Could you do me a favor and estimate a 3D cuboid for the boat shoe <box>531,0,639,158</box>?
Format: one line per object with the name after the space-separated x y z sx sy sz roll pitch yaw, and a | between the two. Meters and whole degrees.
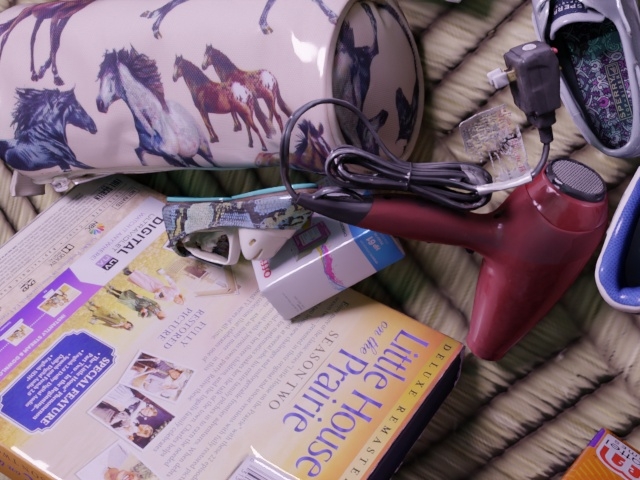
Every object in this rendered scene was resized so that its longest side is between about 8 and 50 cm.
0.204 -0.170 0.822 0.079 0.081 0.228 -21 90 30 | boat shoe

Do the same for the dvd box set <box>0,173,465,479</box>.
-0.129 0.113 0.938 0.420 0.308 0.062 25 141 21 | dvd box set

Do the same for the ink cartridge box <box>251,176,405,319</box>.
0.000 0.000 0.938 0.122 0.052 0.089 -30 45 11 | ink cartridge box

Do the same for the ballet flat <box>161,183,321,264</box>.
-0.065 -0.011 0.912 0.188 0.070 0.070 -3 99 48 | ballet flat

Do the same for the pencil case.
-0.112 -0.129 0.954 0.410 0.160 0.184 2 104 28 | pencil case

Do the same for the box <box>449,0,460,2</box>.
0.015 -0.355 0.820 0.232 0.058 0.322 19 136 23 | box

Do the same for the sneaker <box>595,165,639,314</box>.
0.300 -0.065 0.764 0.111 0.131 0.297 33 112 21 | sneaker

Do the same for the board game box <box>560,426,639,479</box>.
0.225 0.424 0.769 0.356 0.356 0.356 34 113 19 | board game box

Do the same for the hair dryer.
0.114 -0.019 0.856 0.223 0.080 0.294 -15 124 18 | hair dryer
